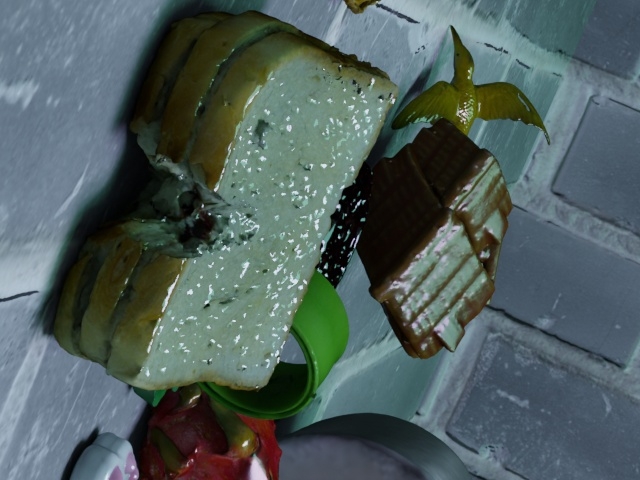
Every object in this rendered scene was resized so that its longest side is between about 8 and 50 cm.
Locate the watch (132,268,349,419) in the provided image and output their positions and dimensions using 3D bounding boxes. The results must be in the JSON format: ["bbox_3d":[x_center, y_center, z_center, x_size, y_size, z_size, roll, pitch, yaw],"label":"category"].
[{"bbox_3d":[-0.057,0.080,1.589,0.131,0.152,0.165,-55,163,-49],"label":"watch"}]

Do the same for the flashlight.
[{"bbox_3d":[-0.203,0.247,1.528,0.200,0.047,0.093,-62,169,-23],"label":"flashlight"}]

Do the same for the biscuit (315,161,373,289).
[{"bbox_3d":[0.000,0.000,1.949,0.194,0.053,0.194,-61,168,-23],"label":"biscuit"}]

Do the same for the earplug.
[{"bbox_3d":[0.043,0.360,2.263,0.313,0.312,0.394,-67,170,5],"label":"earplug"}]

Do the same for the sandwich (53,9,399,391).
[{"bbox_3d":[-0.070,-0.027,1.376,0.249,0.095,0.273,8,107,-66],"label":"sandwich"}]

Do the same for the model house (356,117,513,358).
[{"bbox_3d":[0.128,-0.001,2.118,0.199,0.220,0.229,-35,179,-2],"label":"model house"}]

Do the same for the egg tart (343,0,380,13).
[{"bbox_3d":[0.078,-0.279,1.671,0.191,0.074,0.191,-62,171,-17],"label":"egg tart"}]

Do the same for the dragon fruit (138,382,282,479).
[{"bbox_3d":[-0.089,0.206,1.703,0.133,0.208,0.150,-5,155,-43],"label":"dragon fruit"}]

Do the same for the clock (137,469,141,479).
[{"bbox_3d":[-0.139,0.235,1.860,0.235,0.029,0.235,-62,169,-22],"label":"clock"}]

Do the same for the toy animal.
[{"bbox_3d":[0.153,-0.169,2.277,0.219,0.155,0.095,-4,158,-32],"label":"toy animal"}]
